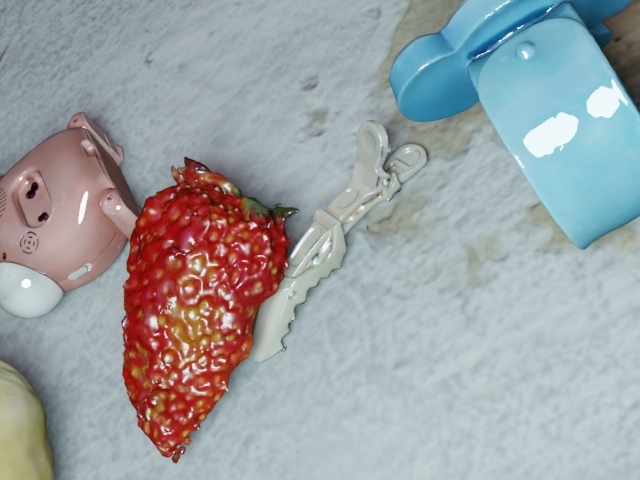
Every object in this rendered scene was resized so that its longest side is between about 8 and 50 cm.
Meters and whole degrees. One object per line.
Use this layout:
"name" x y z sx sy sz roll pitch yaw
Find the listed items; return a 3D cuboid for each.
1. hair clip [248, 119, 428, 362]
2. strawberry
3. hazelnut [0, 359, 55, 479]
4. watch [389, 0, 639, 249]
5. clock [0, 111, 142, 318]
"hair clip" 0.000 0.000 1.052 0.226 0.072 0.034 -52 48 0
"strawberry" -0.122 0.051 1.065 0.174 0.098 0.228 29 96 61
"hazelnut" -0.337 0.214 1.047 0.261 0.241 0.261 -1 75 5
"watch" 0.180 -0.095 0.934 0.211 0.211 0.193 -32 67 15
"clock" -0.253 -0.023 1.201 0.162 0.093 0.166 -34 53 5
